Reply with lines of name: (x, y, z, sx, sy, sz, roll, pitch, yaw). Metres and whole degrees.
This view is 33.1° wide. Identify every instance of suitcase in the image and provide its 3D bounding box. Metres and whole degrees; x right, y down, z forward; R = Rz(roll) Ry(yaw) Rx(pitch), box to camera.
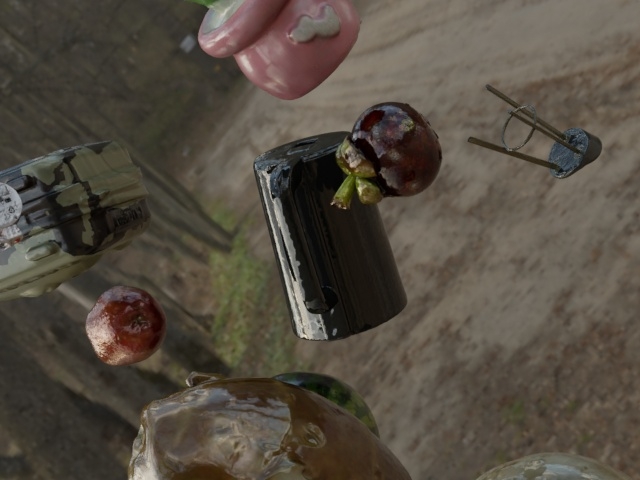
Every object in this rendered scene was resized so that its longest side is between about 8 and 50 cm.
suitcase: (-0.432, -0.020, 1.655, 0.351, 0.194, 0.339, -19, 5, 18)

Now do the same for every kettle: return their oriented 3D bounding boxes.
kettle: (-0.009, -0.001, 1.773, 0.203, 0.308, 0.262, -1, 22, 44)

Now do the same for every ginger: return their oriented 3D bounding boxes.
ginger: (0.029, 0.245, 0.824, 0.254, 0.418, 0.176, 14, 63, 45)

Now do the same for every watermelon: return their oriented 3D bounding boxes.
watermelon: (-0.031, 0.371, 1.877, 0.285, 0.285, 0.285, -49, 8, 9)

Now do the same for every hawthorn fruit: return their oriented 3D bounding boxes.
hawthorn fruit: (-0.311, 0.136, 1.759, 0.138, 0.133, 0.133, -8, 40, 56)

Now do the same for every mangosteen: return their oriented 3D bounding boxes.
mangosteen: (0.087, -0.125, 1.603, 0.181, 0.156, 0.146, -26, 40, 16)

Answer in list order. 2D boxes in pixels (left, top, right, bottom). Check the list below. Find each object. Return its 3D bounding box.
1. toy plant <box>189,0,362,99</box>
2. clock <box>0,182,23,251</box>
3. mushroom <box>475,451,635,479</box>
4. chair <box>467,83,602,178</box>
toy plant: (-0.102, -0.392, 1.571, 0.317, 0.356, 0.210, -53, 18, -7)
clock: (-0.433, -0.023, 1.342, 0.129, 0.087, 0.041, -16, -13, -30)
mushroom: (0.291, 0.455, 1.364, 0.294, 0.362, 0.362, 2, -39, -48)
chair: (0.354, -0.167, 1.781, 0.095, 0.221, 0.104, -59, 28, 26)
